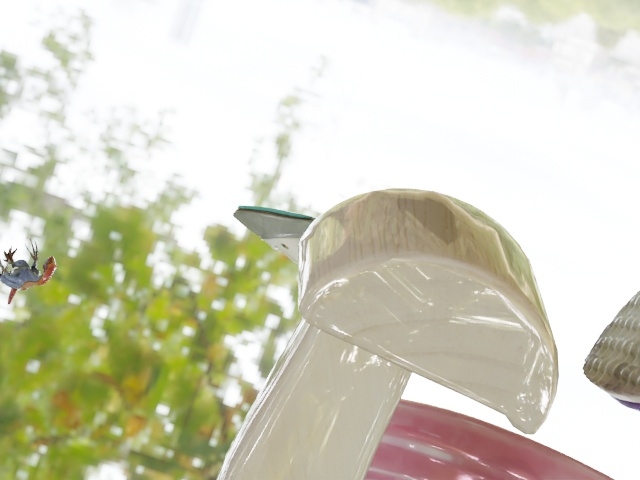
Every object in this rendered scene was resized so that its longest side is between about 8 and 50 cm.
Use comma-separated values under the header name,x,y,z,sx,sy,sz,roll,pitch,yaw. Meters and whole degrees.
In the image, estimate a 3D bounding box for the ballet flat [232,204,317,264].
name,x,y,z,sx,sy,sz,roll,pitch,yaw
ballet flat,0.000,0.000,1.784,0.213,0.068,0.072,5,175,10

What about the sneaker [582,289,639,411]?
name,x,y,z,sx,sy,sz,roll,pitch,yaw
sneaker,0.304,0.118,1.131,0.146,0.102,0.293,40,174,-17

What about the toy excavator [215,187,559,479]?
name,x,y,z,sx,sy,sz,roll,pitch,yaw
toy excavator,0.015,0.247,0.825,0.445,0.433,0.222,50,-164,-21

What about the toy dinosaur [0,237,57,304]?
name,x,y,z,sx,sy,sz,roll,pitch,yaw
toy dinosaur,-0.274,0.031,1.475,0.082,0.047,0.090,25,150,37

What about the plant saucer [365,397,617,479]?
name,x,y,z,sx,sy,sz,roll,pitch,yaw
plant saucer,0.130,0.223,1.061,0.332,0.084,0.332,25,160,10
